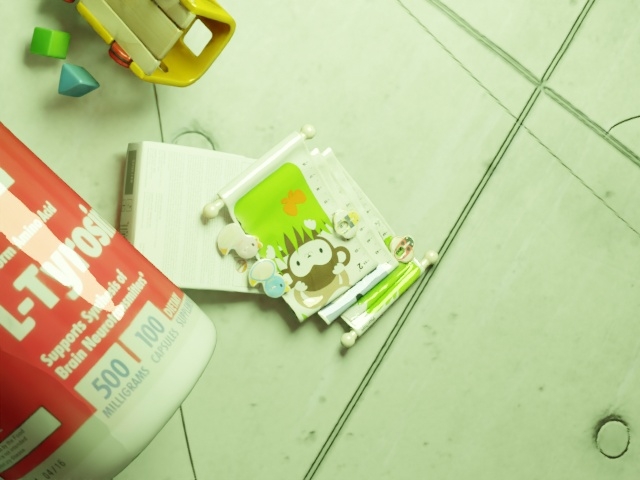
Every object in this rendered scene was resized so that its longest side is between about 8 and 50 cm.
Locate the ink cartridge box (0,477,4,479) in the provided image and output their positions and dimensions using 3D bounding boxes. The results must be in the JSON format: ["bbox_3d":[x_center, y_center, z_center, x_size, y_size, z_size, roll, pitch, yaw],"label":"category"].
[{"bbox_3d":[-0.344,0.292,1.019,0.045,0.224,0.223,9,84,16],"label":"ink cartridge box"}]

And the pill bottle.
[{"bbox_3d":[-0.307,0.026,1.000,0.408,0.229,0.229,44,77,-12],"label":"pill bottle"}]

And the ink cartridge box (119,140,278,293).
[{"bbox_3d":[-0.117,-0.021,1.177,0.179,0.045,0.145,7,86,-37],"label":"ink cartridge box"}]

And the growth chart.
[{"bbox_3d":[0.000,0.000,1.202,0.237,0.021,0.172,47,74,-21],"label":"growth chart"}]

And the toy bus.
[{"bbox_3d":[-0.176,-0.241,1.115,0.104,0.191,0.202,0,90,-62],"label":"toy bus"}]
